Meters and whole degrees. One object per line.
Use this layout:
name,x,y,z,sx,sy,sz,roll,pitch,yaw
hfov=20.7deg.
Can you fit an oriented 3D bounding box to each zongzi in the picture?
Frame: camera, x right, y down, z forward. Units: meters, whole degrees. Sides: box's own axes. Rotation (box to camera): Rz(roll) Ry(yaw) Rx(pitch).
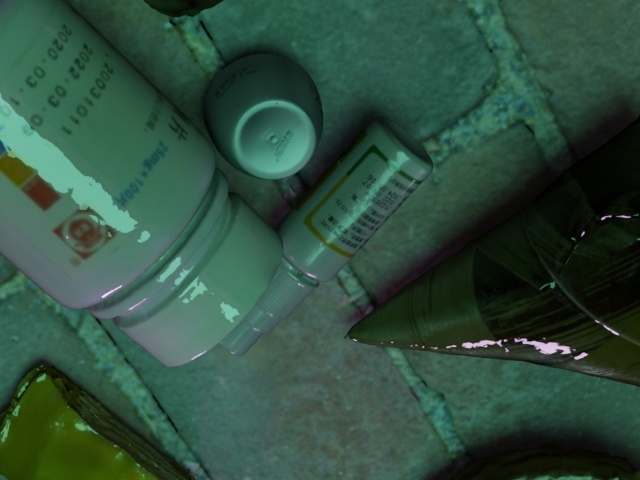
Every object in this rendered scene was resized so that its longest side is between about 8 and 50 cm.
zongzi,0.226,0.079,1.449,0.317,0.154,0.289,-31,120,25

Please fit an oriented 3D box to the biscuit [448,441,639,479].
biscuit,0.207,0.299,1.548,0.296,0.075,0.296,0,119,0

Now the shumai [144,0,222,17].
shumai,-0.058,-0.292,1.206,0.218,0.256,0.189,-37,89,-25

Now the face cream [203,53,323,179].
face cream,-0.042,-0.092,1.333,0.091,0.095,0.091,-3,113,-8

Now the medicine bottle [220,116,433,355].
medicine bottle,0.000,0.000,1.387,0.061,0.092,0.220,45,105,11

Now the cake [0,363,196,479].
cake,-0.194,0.195,1.441,0.116,0.080,0.185,-41,118,6

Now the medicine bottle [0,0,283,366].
medicine bottle,-0.172,-0.046,1.289,0.170,0.170,0.293,-42,112,9
